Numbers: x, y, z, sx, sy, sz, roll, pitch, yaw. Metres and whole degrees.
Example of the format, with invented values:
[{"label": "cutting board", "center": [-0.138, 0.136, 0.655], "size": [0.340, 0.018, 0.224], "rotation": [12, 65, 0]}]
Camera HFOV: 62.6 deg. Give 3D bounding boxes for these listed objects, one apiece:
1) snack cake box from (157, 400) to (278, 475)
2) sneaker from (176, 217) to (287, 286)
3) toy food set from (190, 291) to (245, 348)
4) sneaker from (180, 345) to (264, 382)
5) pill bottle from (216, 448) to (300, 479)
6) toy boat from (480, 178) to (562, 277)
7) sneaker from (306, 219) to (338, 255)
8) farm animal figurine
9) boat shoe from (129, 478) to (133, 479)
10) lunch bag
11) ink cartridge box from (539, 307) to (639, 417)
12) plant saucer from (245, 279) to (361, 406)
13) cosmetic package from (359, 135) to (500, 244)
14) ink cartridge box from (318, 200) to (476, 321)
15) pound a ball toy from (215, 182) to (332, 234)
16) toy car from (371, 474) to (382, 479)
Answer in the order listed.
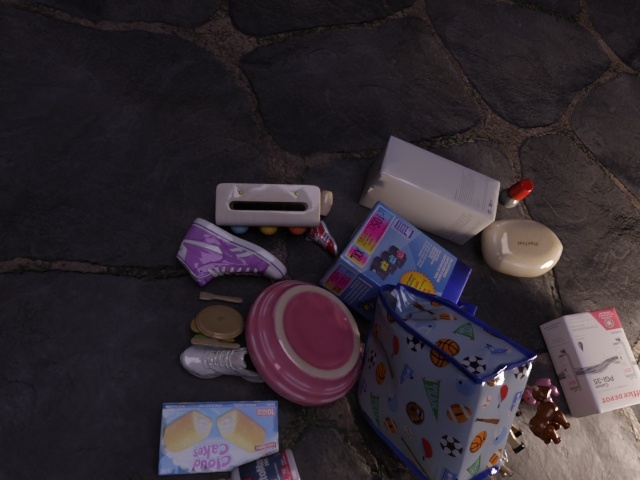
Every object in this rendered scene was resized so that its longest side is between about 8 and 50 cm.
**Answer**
[{"label": "snack cake box", "center": [-0.233, 0.454, 1.212], "size": [0.265, 0.089, 0.152], "rotation": [4, 65, -16]}, {"label": "sneaker", "center": [-0.240, 0.072, 1.385], "size": [0.282, 0.102, 0.161], "rotation": [25, 68, 3]}, {"label": "toy food set", "center": [-0.256, 0.209, 1.316], "size": [0.133, 0.038, 0.192], "rotation": [10, 32, -10]}, {"label": "sneaker", "center": [-0.220, 0.285, 1.275], "size": [0.232, 0.115, 0.090], "rotation": [8, 65, -14]}, {"label": "pill bottle", "center": [-0.133, 0.523, 1.115], "size": [0.180, 0.108, 0.108], "rotation": [-17, 72, -10]}, {"label": "toy boat", "center": [0.631, -0.034, 1.687], "size": [0.268, 0.148, 0.318], "rotation": [7, 72, -9]}, {"label": "sneaker", "center": [0.000, 0.000, 1.515], "size": [0.067, 0.042, 0.118], "rotation": [-17, 65, -27]}, {"label": "farm animal figurine", "center": [0.459, 0.441, 1.367], "size": [0.327, 0.330, 0.172], "rotation": [-43, 86, 0]}, {"label": "boat shoe", "center": [-0.296, 0.619, 1.109], "size": [0.324, 0.123, 0.116], "rotation": [50, 58, -2]}, {"label": "lunch bag", "center": [0.247, 0.314, 1.209], "size": [0.239, 0.327, 0.385], "rotation": [-6, 23, -37]}, {"label": "ink cartridge box", "center": [0.813, 0.360, 1.565], "size": [0.207, 0.117, 0.282], "rotation": [-5, 68, -20]}, {"label": "plant saucer", "center": [-0.024, 0.239, 1.318], "size": [0.332, 0.084, 0.332], "rotation": [21, 47, -25]}, {"label": "cosmetic package", "center": [0.326, -0.144, 1.597], "size": [0.366, 0.197, 0.155], "rotation": [23, 62, -8]}, {"label": "ink cartridge box", "center": [0.236, 0.115, 1.454], "size": [0.395, 0.151, 0.270], "rotation": [37, 50, -1]}, {"label": "pound a ball toy", "center": [-0.119, -0.082, 1.468], "size": [0.319, 0.208, 0.135], "rotation": [1, 91, -4]}, {"label": "toy car", "center": [0.138, 0.648, 1.238], "size": [0.155, 0.149, 0.188], "rotation": [28, 36, 9]}]
